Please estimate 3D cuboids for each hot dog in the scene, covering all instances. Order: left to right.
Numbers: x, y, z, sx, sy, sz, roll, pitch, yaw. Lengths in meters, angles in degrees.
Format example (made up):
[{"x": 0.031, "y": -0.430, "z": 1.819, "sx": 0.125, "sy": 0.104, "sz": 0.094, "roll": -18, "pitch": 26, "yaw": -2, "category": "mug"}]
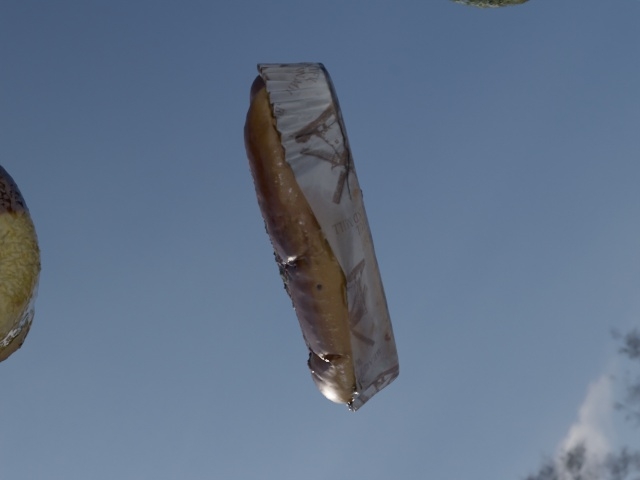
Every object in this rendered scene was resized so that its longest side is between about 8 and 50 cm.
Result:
[{"x": 0.000, "y": 0.000, "z": 0.852, "sx": 0.144, "sy": 0.075, "sz": 0.268, "roll": -101, "pitch": -2, "yaw": -68, "category": "hot dog"}]

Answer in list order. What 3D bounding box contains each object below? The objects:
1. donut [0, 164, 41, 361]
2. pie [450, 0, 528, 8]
[{"x": -0.268, "y": 0.002, "z": 0.812, "sx": 0.166, "sy": 0.184, "sz": 0.073, "roll": -9, "pitch": -22, "yaw": -37, "category": "donut"}, {"x": 0.132, "y": -0.233, "z": 0.714, "sx": 0.090, "sy": 0.201, "sz": 0.248, "roll": 55, "pitch": -159, "yaw": -39, "category": "pie"}]
